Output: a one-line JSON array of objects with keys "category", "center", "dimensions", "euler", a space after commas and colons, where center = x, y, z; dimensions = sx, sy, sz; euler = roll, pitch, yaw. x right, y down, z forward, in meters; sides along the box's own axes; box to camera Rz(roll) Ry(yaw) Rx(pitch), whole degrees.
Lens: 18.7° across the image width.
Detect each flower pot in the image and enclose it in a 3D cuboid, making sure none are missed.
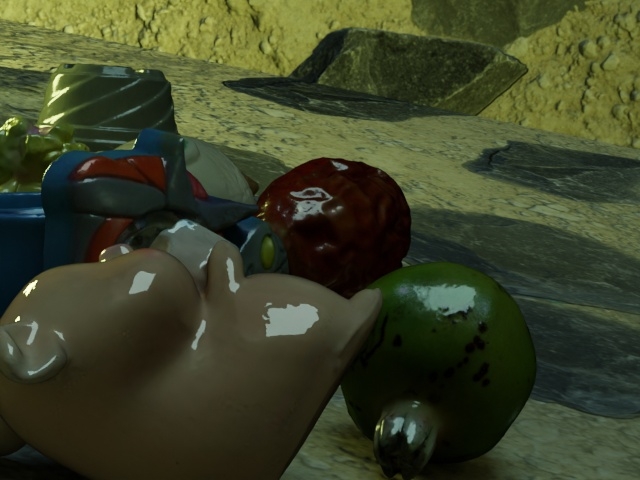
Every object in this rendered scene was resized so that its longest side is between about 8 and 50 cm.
[{"category": "flower pot", "center": [-0.265, -0.149, 2.432], "dimensions": [0.236, 0.140, 0.235], "euler": [6, 3, 0]}]

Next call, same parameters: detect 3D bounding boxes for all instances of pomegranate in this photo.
[{"category": "pomegranate", "center": [0.093, 0.120, 1.642], "dimensions": [0.180, 0.180, 0.209], "euler": [13, 40, 5]}]

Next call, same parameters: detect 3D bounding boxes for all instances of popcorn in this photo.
[{"category": "popcorn", "center": [-0.328, -0.076, 2.174], "dimensions": [0.145, 0.126, 0.126], "euler": [-13, -8, 12]}]

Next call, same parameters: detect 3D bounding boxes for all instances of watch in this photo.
[{"category": "watch", "center": [-0.191, 0.022, 1.674], "dimensions": [0.275, 0.241, 0.305], "euler": [4, 5, 38]}]

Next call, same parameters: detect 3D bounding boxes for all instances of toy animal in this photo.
[{"category": "toy animal", "center": [-0.107, 0.087, 1.422], "dimensions": [0.256, 0.213, 0.195], "euler": [22, -28, -2]}]

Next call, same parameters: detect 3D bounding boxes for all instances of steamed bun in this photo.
[{"category": "steamed bun", "center": [-0.172, -0.048, 2.076], "dimensions": [0.177, 0.130, 0.228], "euler": [-13, 0, 26]}]

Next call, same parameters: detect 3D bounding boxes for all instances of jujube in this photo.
[{"category": "jujube", "center": [0.000, 0.000, 2.033], "dimensions": [0.174, 0.174, 0.250], "euler": [18, 19, 24]}]

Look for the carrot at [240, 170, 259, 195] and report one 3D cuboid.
[{"category": "carrot", "center": [-0.152, -0.060, 2.340], "dimensions": [0.102, 0.101, 0.263], "euler": [19, 13, 29]}]
